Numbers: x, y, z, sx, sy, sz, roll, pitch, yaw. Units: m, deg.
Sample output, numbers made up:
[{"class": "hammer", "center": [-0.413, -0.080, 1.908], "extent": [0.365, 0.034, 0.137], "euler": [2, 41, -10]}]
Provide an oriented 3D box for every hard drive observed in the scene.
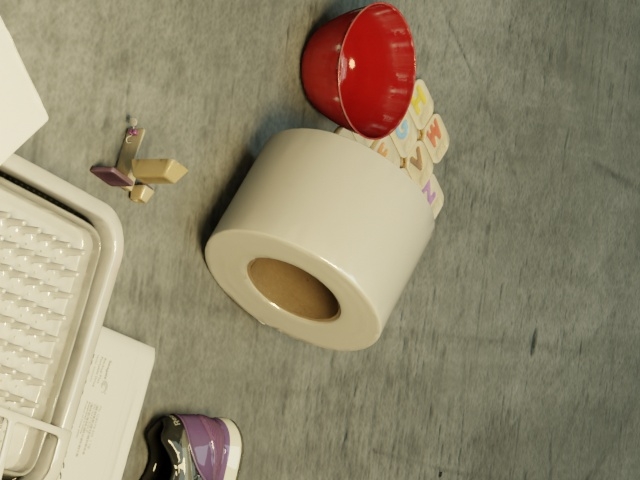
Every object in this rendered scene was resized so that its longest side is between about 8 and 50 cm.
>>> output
[{"class": "hard drive", "center": [-0.331, 0.182, 1.878], "extent": [0.353, 0.047, 0.233], "euler": [30, 71, -53]}]

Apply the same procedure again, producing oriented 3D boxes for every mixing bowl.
[{"class": "mixing bowl", "center": [0.039, -0.226, 2.277], "extent": [0.181, 0.098, 0.181], "euler": [-12, 105, -53]}]

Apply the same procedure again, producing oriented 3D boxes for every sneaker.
[{"class": "sneaker", "center": [-0.186, 0.351, 2.089], "extent": [0.124, 0.107, 0.283], "euler": [11, 83, -40]}]

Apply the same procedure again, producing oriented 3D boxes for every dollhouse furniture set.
[{"class": "dollhouse furniture set", "center": [-0.186, -0.097, 1.976], "extent": [0.091, 0.114, 0.081], "euler": [38, 61, -48]}]

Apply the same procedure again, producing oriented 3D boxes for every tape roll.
[{"class": "tape roll", "center": [0.000, 0.000, 2.139], "extent": [0.169, 0.246, 0.246], "euler": [-61, 139, -27]}]

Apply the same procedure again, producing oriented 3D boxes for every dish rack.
[{"class": "dish rack", "center": [-0.343, 0.084, 1.742], "extent": [0.285, 0.072, 0.333], "euler": [31, 71, -51]}]

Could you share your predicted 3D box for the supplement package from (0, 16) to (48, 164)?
[{"class": "supplement package", "center": [-0.402, -0.152, 1.586], "extent": [0.149, 0.203, 0.194], "euler": [-51, 134, -37]}]

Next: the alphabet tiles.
[{"class": "alphabet tiles", "center": [0.101, -0.092, 2.456], "extent": [0.284, 0.021, 0.278], "euler": [-58, 137, -30]}]
